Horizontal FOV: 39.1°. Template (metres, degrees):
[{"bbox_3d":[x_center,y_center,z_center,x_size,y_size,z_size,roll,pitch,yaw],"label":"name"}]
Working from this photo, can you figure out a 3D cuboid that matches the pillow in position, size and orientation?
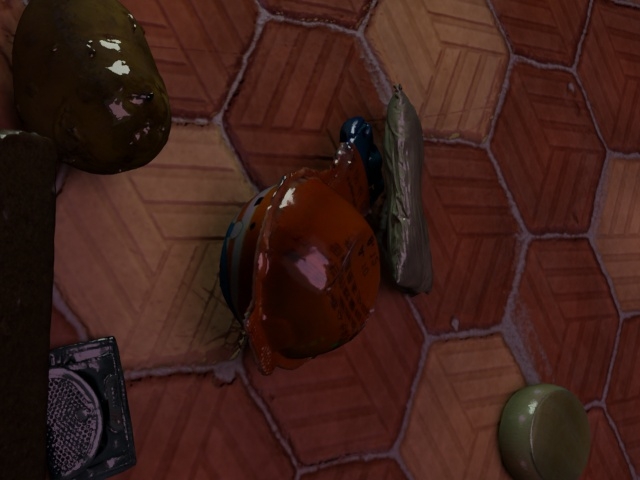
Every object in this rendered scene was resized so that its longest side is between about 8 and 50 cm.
[{"bbox_3d":[0.100,-0.052,1.057,0.148,0.050,0.230,38,49,-78],"label":"pillow"}]

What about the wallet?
[{"bbox_3d":[-0.215,0.158,0.825,0.088,0.026,0.129,-11,92,-40],"label":"wallet"}]

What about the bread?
[{"bbox_3d":[-0.289,0.124,0.674,0.113,0.165,0.417,8,79,-59],"label":"bread"}]

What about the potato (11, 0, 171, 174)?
[{"bbox_3d":[-0.205,-0.139,0.805,0.137,0.137,0.176,-4,67,-39],"label":"potato"}]

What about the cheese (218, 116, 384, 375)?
[{"bbox_3d":[0.000,0.000,0.949,0.329,0.129,0.217,-61,147,-41],"label":"cheese"}]

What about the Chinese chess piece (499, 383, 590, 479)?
[{"bbox_3d":[0.304,0.267,1.222,0.144,0.058,0.144,7,80,-39],"label":"Chinese chess piece"}]
